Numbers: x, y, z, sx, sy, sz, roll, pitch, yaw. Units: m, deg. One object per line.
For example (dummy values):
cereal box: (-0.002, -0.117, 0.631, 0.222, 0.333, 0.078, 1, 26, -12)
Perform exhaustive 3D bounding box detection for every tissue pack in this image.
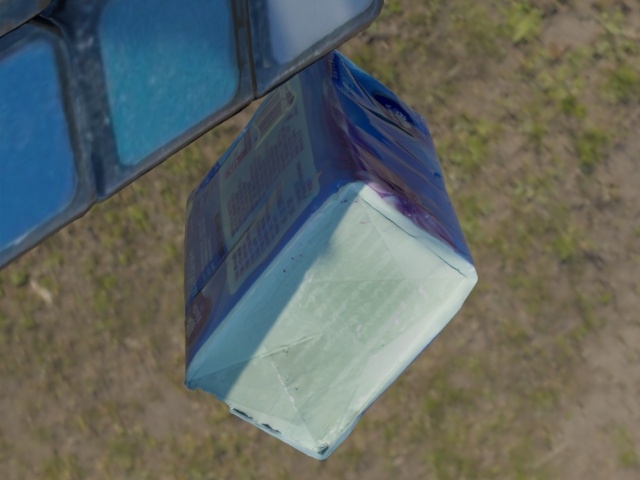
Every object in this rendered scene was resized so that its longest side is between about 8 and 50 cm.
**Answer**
tissue pack: (0.000, 0.000, 1.195, 0.146, 0.263, 0.198, 33, 110, -21)

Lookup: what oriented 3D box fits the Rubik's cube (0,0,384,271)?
Rubik's cube: (-0.203, -0.226, 0.756, 0.363, 0.362, 0.359, -43, 143, -38)
